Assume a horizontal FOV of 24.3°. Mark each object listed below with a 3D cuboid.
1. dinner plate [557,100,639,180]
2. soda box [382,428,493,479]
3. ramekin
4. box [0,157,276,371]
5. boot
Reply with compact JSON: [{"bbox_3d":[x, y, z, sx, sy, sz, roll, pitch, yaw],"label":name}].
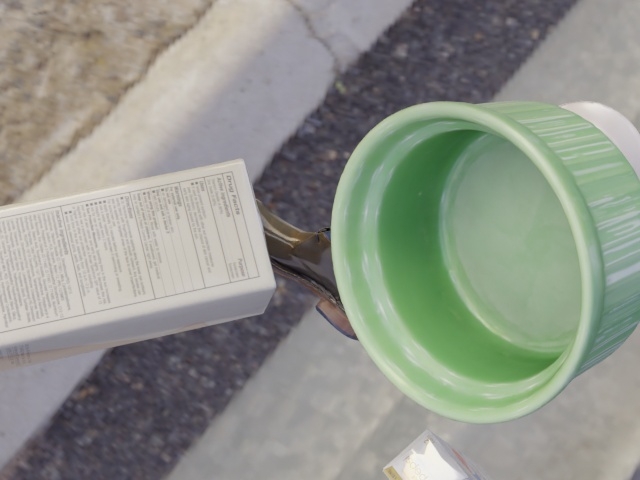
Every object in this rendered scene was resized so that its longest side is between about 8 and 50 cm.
[{"bbox_3d":[0.283,-0.080,1.606,0.017,0.141,0.141,-22,120,-64],"label":"dinner plate"},{"bbox_3d":[0.145,0.274,1.618,0.069,0.074,0.216,-42,151,3],"label":"soda box"},{"bbox_3d":[0.169,0.009,1.411,0.148,0.303,0.303,-17,113,-45],"label":"ramekin"},{"bbox_3d":[-0.213,0.028,1.498,0.311,0.121,0.148,-11,75,-12],"label":"box"},{"bbox_3d":[0.000,0.000,1.643,0.219,0.082,0.106,42,114,2],"label":"boot"}]
